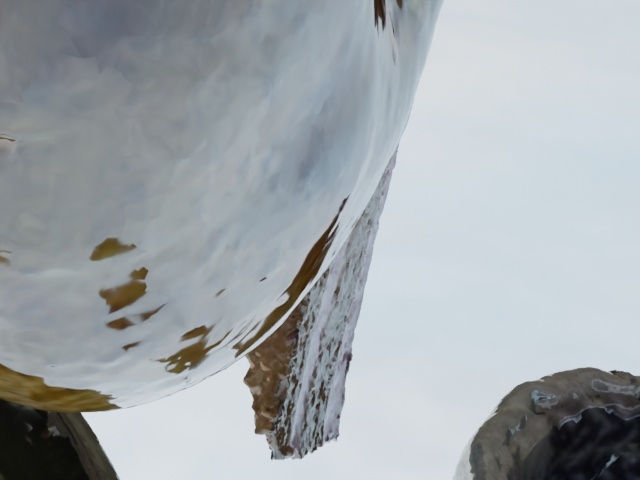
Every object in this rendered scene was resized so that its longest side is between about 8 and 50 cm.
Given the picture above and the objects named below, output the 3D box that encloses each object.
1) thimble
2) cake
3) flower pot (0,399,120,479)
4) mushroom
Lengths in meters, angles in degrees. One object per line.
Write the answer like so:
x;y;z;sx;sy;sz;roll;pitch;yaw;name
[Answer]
0.193;0.209;1.184;0.246;0.157;0.217;-12;-139;-34;thimble
0.000;0.000;1.172;0.113;0.295;0.116;1;176;25;cake
-0.194;0.104;0.565;0.235;0.148;0.235;37;-162;-14;flower pot
-0.059;-0.087;0.434;0.255;0.267;0.267;-8;-162;4;mushroom
